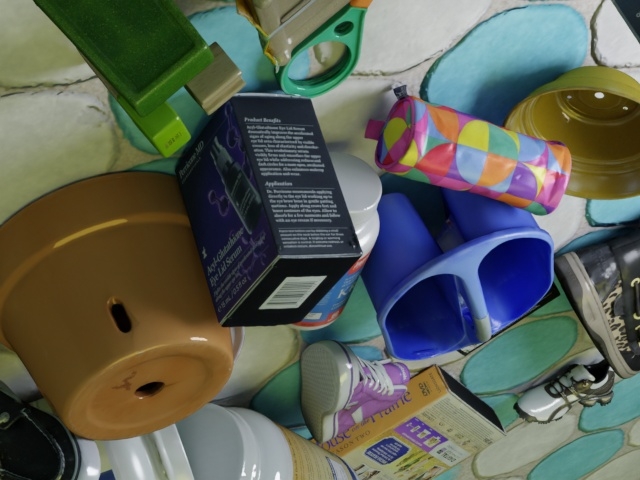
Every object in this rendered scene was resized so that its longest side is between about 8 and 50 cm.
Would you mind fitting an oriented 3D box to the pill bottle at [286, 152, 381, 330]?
[{"bbox_3d":[0.000,0.000,1.784,0.124,0.124,0.221,-10,147,-25],"label":"pill bottle"}]

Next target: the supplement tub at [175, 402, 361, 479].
[{"bbox_3d":[-0.099,0.378,2.175,0.228,0.228,0.316,-35,141,15],"label":"supplement tub"}]

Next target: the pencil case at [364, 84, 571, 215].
[{"bbox_3d":[0.176,-0.100,1.730,0.236,0.104,0.104,16,133,-22],"label":"pencil case"}]

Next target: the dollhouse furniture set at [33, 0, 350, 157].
[{"bbox_3d":[-0.092,-0.245,1.388,0.301,0.151,0.197,-40,169,-4],"label":"dollhouse furniture set"}]

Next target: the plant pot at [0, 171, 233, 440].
[{"bbox_3d":[-0.225,0.091,1.682,0.291,0.203,0.291,-19,150,-11],"label":"plant pot"}]

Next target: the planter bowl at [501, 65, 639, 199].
[{"bbox_3d":[0.335,-0.148,1.803,0.217,0.090,0.217,11,147,7],"label":"planter bowl"}]

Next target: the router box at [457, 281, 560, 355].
[{"bbox_3d":[0.253,0.093,2.194,0.179,0.046,0.133,-34,148,14],"label":"router box"}]

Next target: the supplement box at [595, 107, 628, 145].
[{"bbox_3d":[0.381,-0.134,1.928,0.083,0.056,0.083,-16,148,-17],"label":"supplement box"}]

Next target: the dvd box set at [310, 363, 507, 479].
[{"bbox_3d":[0.082,0.376,2.490,0.420,0.062,0.307,-33,149,11],"label":"dvd box set"}]

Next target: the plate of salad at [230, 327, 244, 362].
[{"bbox_3d":[-0.179,0.155,1.829,0.200,0.200,0.048,-28,122,4],"label":"plate of salad"}]

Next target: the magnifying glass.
[{"bbox_3d":[0.027,-0.231,1.546,0.092,0.026,0.231,-1,141,-36],"label":"magnifying glass"}]

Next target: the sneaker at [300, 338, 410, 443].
[{"bbox_3d":[0.058,0.195,2.168,0.161,0.102,0.282,-22,160,-14],"label":"sneaker"}]

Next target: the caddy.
[{"bbox_3d":[0.175,0.046,1.905,0.241,0.179,0.341,-26,156,-1],"label":"caddy"}]

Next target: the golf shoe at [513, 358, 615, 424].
[{"bbox_3d":[0.422,0.252,2.557,0.198,0.077,0.093,-16,134,-25],"label":"golf shoe"}]

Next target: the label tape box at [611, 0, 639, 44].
[{"bbox_3d":[0.409,-0.278,1.437,0.249,0.347,0.115,-36,148,17],"label":"label tape box"}]

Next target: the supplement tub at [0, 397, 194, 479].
[{"bbox_3d":[-0.338,0.319,1.916,0.325,0.235,0.235,-19,149,-11],"label":"supplement tub"}]

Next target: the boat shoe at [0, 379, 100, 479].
[{"bbox_3d":[-0.372,0.222,1.720,0.102,0.301,0.108,28,90,-46],"label":"boat shoe"}]

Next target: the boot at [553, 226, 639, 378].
[{"bbox_3d":[0.531,0.062,2.277,0.284,0.138,0.377,-31,144,9],"label":"boot"}]

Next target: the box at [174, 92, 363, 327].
[{"bbox_3d":[-0.060,-0.033,1.592,0.108,0.207,0.153,-1,149,-33],"label":"box"}]
